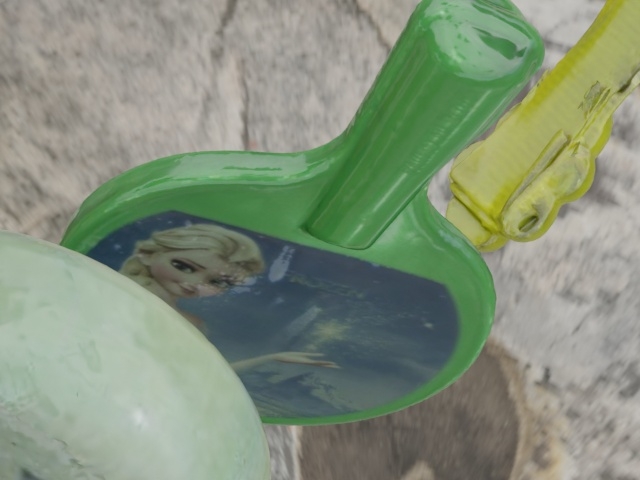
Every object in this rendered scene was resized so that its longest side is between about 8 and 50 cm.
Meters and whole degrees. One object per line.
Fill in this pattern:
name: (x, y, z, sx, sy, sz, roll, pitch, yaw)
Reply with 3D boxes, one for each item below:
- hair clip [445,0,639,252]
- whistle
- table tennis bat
hair clip: (0.124, -0.067, 0.909, 0.173, 0.046, 0.072, -55, 44, 8)
whistle: (-0.116, 0.029, 0.445, 0.258, 0.126, 0.067, 25, 50, -1)
table tennis bat: (0.000, 0.000, 0.623, 0.160, 0.257, 0.039, 19, 51, -16)
